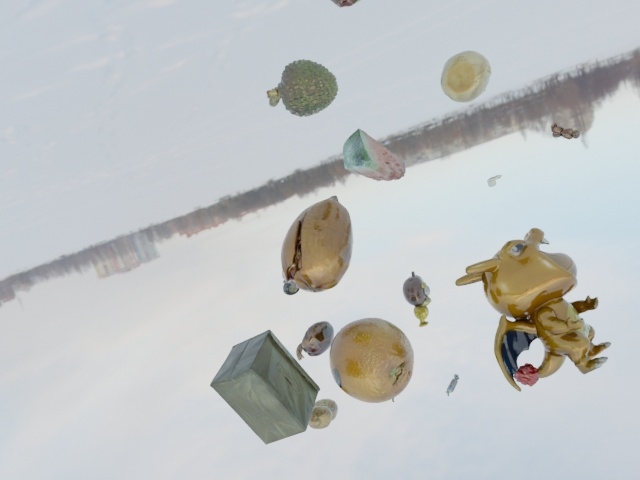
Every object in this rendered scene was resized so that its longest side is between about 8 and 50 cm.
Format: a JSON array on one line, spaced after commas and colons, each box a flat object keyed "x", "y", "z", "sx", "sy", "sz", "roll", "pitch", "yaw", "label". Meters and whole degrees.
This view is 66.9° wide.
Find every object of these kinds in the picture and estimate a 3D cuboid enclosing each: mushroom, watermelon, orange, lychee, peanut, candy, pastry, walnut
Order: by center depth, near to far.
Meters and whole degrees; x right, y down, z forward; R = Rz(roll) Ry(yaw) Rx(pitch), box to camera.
[{"x": 0.000, "y": 0.000, "z": 1.418, "sx": 0.209, "sy": 0.209, "sz": 0.336, "roll": -13, "pitch": -134, "yaw": 40, "label": "walnut"}, {"x": 0.439, "y": -0.498, "z": 1.477, "sx": 0.156, "sy": 0.156, "sz": 0.092, "roll": -14, "pitch": -179, "yaw": 36, "label": "pastry"}, {"x": 0.161, "y": 0.371, "z": 1.510, "sx": 0.274, "sy": 0.274, "sz": 0.274, "roll": -20, "pitch": -172, "yaw": 3, "label": "orange"}, {"x": 0.003, "y": 0.588, "z": 1.647, "sx": 0.089, "sy": 0.089, "sz": 0.193, "roll": -18, "pitch": 169, "yaw": 13, "label": "peanut"}, {"x": 0.453, "y": 0.496, "z": 1.665, "sx": 0.083, "sy": 0.030, "sz": 0.020, "roll": -49, "pitch": -156, "yaw": -27, "label": "candy"}, {"x": -0.018, "y": 0.366, "z": 1.737, "sx": 0.170, "sy": 0.135, "sz": 0.080, "roll": -44, "pitch": -137, "yaw": -3, "label": "mushroom"}, {"x": 0.228, "y": -0.309, "z": 1.927, "sx": 0.257, "sy": 0.193, "sz": 0.140, "roll": 15, "pitch": 144, "yaw": -30, "label": "watermelon"}, {"x": -0.077, "y": -0.700, "z": 2.242, "sx": 0.320, "sy": 0.270, "sz": 0.270, "roll": 27, "pitch": -154, "yaw": 14, "label": "lychee"}]

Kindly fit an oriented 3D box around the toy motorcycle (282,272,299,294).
[{"x": -0.054, "y": 0.078, "z": 1.617, "sx": 0.225, "sy": 0.152, "sz": 0.073, "roll": -40, "pitch": -139, "yaw": -9, "label": "toy motorcycle"}]

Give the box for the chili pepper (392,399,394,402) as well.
[{"x": 0.298, "y": 0.563, "z": 1.932, "sx": 0.059, "sy": 0.050, "sz": 0.191, "roll": -5, "pitch": -140, "yaw": 24, "label": "chili pepper"}]

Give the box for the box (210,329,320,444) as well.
[{"x": -0.135, "y": 0.381, "z": 1.261, "sx": 0.155, "sy": 0.231, "sz": 0.149, "roll": -28, "pitch": -162, "yaw": 27, "label": "box"}]

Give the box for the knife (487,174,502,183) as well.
[{"x": 0.521, "y": -0.183, "z": 1.451, "sx": 0.047, "sy": 0.017, "sz": 0.298, "roll": -17, "pitch": 176, "yaw": 21, "label": "knife"}]

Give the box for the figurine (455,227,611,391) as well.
[{"x": 0.588, "y": 0.191, "z": 1.331, "sx": 0.401, "sy": 0.387, "sz": 0.268, "roll": -21, "pitch": 160, "yaw": -38, "label": "figurine"}]

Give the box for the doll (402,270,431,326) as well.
[{"x": 0.352, "y": 0.204, "z": 1.721, "sx": 0.096, "sy": 0.188, "sz": 0.145, "roll": -16, "pitch": -161, "yaw": 22, "label": "doll"}]

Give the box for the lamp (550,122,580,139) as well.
[{"x": 0.773, "y": -0.341, "z": 1.527, "sx": 0.083, "sy": 0.031, "sz": 0.063, "roll": 20, "pitch": 176, "yaw": 34, "label": "lamp"}]

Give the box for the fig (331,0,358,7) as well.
[{"x": 0.081, "y": -0.819, "z": 1.355, "sx": 0.316, "sy": 0.316, "sz": 0.316, "roll": -20, "pitch": -172, "yaw": 3, "label": "fig"}]
